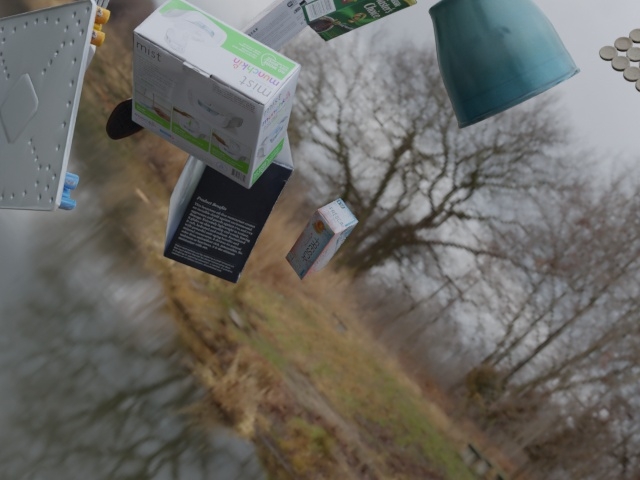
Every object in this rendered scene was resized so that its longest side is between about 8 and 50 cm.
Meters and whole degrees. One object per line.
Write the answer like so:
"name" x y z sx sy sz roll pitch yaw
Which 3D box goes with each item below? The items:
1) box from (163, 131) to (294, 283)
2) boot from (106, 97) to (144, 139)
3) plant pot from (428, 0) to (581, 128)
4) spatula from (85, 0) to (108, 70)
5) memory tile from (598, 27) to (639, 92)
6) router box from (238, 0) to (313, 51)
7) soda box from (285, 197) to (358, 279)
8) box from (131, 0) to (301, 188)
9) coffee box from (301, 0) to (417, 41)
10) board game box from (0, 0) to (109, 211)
"box" -0.205 -0.121 2.061 0.182 0.294 0.296 22 22 -17
"boot" -0.383 -0.299 2.134 0.082 0.219 0.106 58 27 3
"plant pot" 0.355 -0.403 1.939 0.271 0.271 0.255 -134 -162 -84
"spatula" -0.465 -0.484 1.990 0.019 0.242 0.168 15 48 -24
"memory tile" 0.643 -0.360 1.895 0.148 0.113 0.012 55 -8 33
"router box" -0.082 -0.562 2.356 0.082 0.335 0.301 51 -4 -15
"soda box" 0.000 0.000 1.760 0.058 0.063 0.183 53 -35 12
"box" -0.190 -0.253 1.641 0.262 0.127 0.231 30 -35 10
"coffee box" 0.070 -0.413 1.660 0.113 0.184 0.040 16 56 -72
"board game box" -0.561 -0.248 1.820 0.390 0.390 0.050 4 -7 43
